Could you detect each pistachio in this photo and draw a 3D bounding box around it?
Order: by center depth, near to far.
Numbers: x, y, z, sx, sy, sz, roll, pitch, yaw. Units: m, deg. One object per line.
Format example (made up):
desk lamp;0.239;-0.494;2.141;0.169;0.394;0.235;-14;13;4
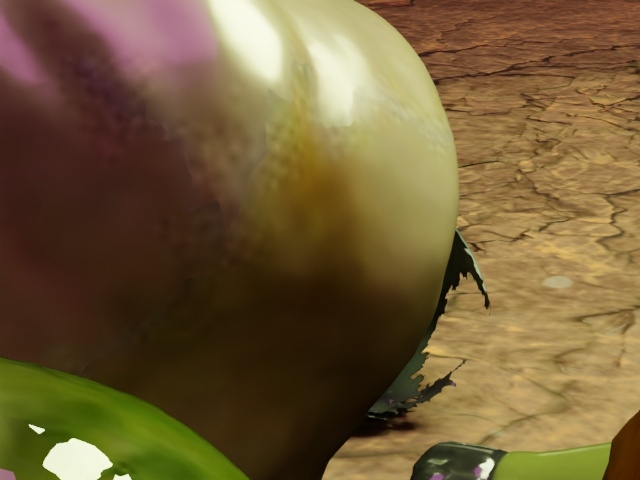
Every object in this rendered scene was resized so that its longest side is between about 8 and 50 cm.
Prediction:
pistachio;-0.160;0.008;0.682;0.446;0.281;0.365;-6;45;19

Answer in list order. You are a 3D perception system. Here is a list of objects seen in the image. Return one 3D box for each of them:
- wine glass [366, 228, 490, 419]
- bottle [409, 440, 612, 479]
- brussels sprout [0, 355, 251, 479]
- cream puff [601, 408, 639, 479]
wine glass;0.000;0.000;1.000;0.143;0.143;0.321;-3;19;-12
bottle;0.158;0.127;0.604;0.260;0.112;0.112;7;17;20
brussels sprout;-0.125;0.144;0.385;0.219;0.210;0.271;24;36;4
cream puff;0.212;0.132;0.370;0.327;0.231;0.343;-25;43;-32
